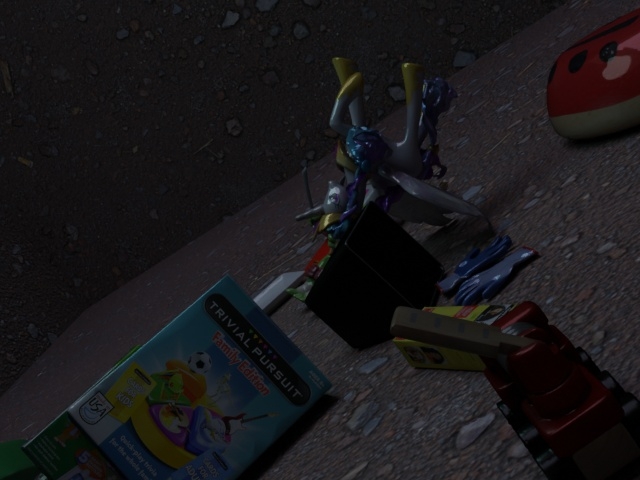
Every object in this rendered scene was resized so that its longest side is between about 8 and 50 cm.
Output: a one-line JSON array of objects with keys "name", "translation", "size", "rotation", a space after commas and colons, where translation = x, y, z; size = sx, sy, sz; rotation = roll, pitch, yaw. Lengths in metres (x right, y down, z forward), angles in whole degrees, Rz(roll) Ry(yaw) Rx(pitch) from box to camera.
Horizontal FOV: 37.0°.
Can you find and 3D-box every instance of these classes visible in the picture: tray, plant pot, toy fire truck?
[{"name": "tray", "translation": [-0.151, 0.169, 2.313], "size": [0.270, 0.030, 0.145], "rotation": [-41, 14, -22]}, {"name": "plant pot", "translation": [0.082, 0.076, 1.686], "size": [0.167, 0.188, 0.187], "rotation": [-43, 7, 30]}, {"name": "toy fire truck", "translation": [0.195, 0.125, 0.986], "size": [0.158, 0.246, 0.217], "rotation": [-35, 12, 4]}]

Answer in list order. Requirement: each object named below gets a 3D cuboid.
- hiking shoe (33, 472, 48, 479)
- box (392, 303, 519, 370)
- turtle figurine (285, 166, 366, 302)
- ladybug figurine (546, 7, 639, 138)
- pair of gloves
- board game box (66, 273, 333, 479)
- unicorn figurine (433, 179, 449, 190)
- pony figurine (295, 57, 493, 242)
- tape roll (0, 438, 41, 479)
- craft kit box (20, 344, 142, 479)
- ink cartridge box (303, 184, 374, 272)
[{"name": "hiking shoe", "translation": [-0.368, 0.439, 1.618], "size": [0.227, 0.086, 0.114], "rotation": [4, 9, -34]}, {"name": "box", "translation": [0.202, 0.138, 1.370], "size": [0.087, 0.058, 0.232], "rotation": [-42, 13, -22]}, {"name": "turtle figurine", "translation": [0.000, 0.000, 2.046], "size": [0.198, 0.274, 0.266], "rotation": [27, 85, 42]}, {"name": "ladybug figurine", "translation": [0.594, -0.334, 1.818], "size": [0.305, 0.162, 0.449], "rotation": [-45, 14, -33]}, {"name": "pair of gloves", "translation": [0.273, 0.051, 1.597], "size": [0.159, 0.023, 0.198], "rotation": [-35, 13, -3]}, {"name": "board game box", "translation": [-0.188, 0.256, 1.523], "size": [0.336, 0.254, 0.079], "rotation": [-42, -7, -22]}, {"name": "unicorn figurine", "translation": [0.224, -0.086, 2.185], "size": [0.162, 0.060, 0.111], "rotation": [-20, 0, 8]}, {"name": "pony figurine", "translation": [0.147, -0.148, 1.836], "size": [0.303, 0.351, 0.363], "rotation": [165, 116, -76]}, {"name": "tape roll", "translation": [-0.679, 0.536, 1.901], "size": [0.321, 0.077, 0.321], "rotation": [-40, -22, -19]}, {"name": "craft kit box", "translation": [-0.309, 0.344, 1.562], "size": [0.246, 0.250, 0.061], "rotation": [-44, 6, -28]}, {"name": "ink cartridge box", "translation": [0.042, -0.021, 2.287], "size": [0.239, 0.060, 0.275], "rotation": [-54, 15, -10]}]
